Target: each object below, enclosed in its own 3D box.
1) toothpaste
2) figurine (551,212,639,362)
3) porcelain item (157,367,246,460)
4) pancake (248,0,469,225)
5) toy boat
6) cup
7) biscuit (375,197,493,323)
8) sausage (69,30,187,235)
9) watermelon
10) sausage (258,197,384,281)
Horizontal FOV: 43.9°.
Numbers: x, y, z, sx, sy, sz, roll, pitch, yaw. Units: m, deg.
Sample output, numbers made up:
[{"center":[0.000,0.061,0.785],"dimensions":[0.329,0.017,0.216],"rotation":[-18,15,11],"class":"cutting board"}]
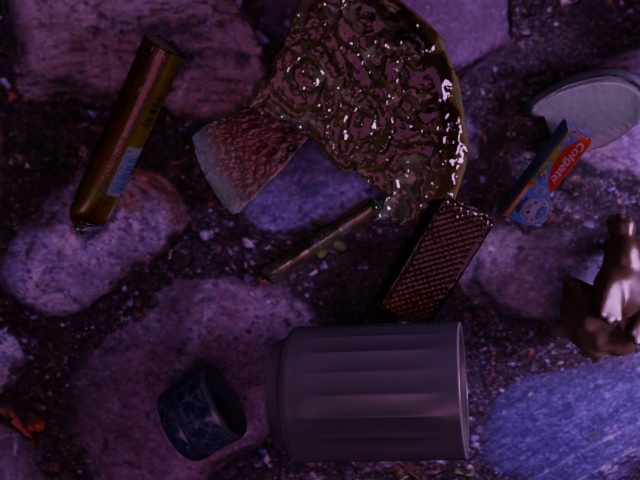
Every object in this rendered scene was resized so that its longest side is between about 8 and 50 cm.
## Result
[{"center":[0.393,-0.111,1.363],"dimensions":[0.070,0.044,0.193],"rotation":[24,126,-10],"class":"toothpaste"},{"center":[0.517,0.095,1.410],"dimensions":[0.177,0.173,0.247],"rotation":[14,75,-10],"class":"figurine"},{"center":[-0.219,0.321,1.456],"dimensions":[0.114,0.147,0.147],"rotation":[-31,106,7],"class":"porcelain item"},{"center":[0.090,-0.232,1.314],"dimensions":[0.427,0.067,0.305],"rotation":[41,90,-14],"class":"pancake"},{"center":[0.453,-0.224,1.358],"dimensions":[0.208,0.079,0.134],"rotation":[-21,109,16],"class":"toy boat"},{"center":[0.096,0.279,1.411],"dimensions":[0.327,0.323,0.237],"rotation":[-5,63,13],"class":"cup"},{"center":[0.198,0.040,1.423],"dimensions":[0.106,0.070,0.252],"rotation":[28,105,-9],"class":"biscuit"},{"center":[-0.334,-0.165,1.341],"dimensions":[0.082,0.082,0.371],"rotation":[26,106,-9],"class":"sausage"},{"center":[-0.089,-0.171,1.351],"dimensions":[0.241,0.094,0.154],"rotation":[-32,96,6],"class":"watermelon"},{"center":[0.000,0.000,1.424],"dimensions":[0.269,0.033,0.033],"rotation":[-33,105,8],"class":"sausage"}]
